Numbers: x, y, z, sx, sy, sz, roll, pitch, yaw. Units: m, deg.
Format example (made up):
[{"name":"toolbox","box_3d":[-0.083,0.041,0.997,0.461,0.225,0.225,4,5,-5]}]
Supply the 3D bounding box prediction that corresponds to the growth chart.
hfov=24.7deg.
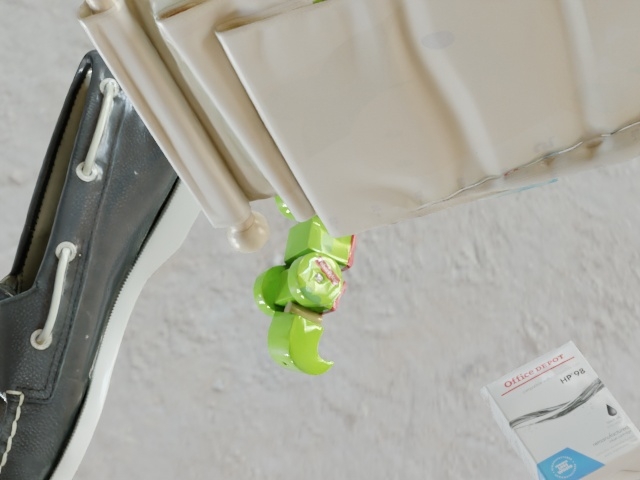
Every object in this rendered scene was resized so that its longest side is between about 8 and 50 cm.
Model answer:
[{"name":"growth chart","box_3d":[0.047,-0.067,0.481,0.237,0.021,0.172,-13,137,4]}]

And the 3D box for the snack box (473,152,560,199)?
[{"name":"snack box","box_3d":[0.083,-0.209,0.909,0.060,0.321,0.187,-12,149,0]}]

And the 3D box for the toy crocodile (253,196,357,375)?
[{"name":"toy crocodile","box_3d":[0.000,0.000,1.822,0.105,0.340,0.115,23,156,-26]}]

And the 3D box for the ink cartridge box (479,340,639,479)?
[{"name":"ink cartridge box","box_3d":[0.236,0.175,1.462,0.104,0.180,0.060,-28,139,-5]}]

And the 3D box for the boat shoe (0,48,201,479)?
[{"name":"boat shoe","box_3d":[-0.156,0.039,0.830,0.091,0.114,0.302,27,79,-24]}]
